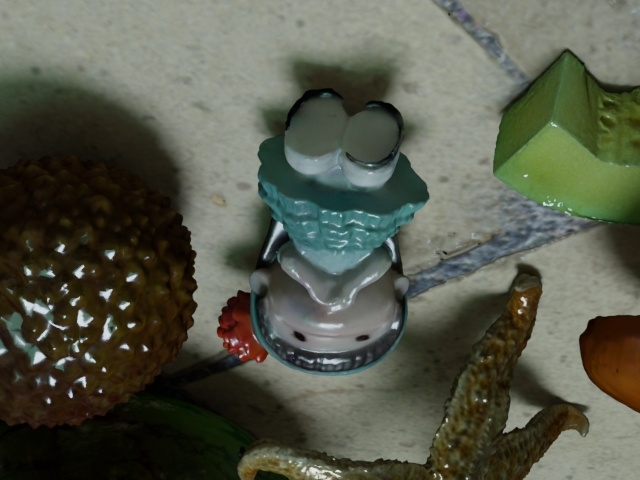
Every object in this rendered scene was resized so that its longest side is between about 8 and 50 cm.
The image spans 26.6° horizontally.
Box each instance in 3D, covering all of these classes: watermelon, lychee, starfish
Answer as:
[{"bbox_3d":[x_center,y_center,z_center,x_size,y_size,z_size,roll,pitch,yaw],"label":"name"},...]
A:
[{"bbox_3d":[-0.167,0.294,1.155,0.363,0.363,0.363,3,142,3],"label":"watermelon"},{"bbox_3d":[-0.183,0.037,0.943,0.200,0.200,0.238,5,151,1],"label":"lychee"},{"bbox_3d":[0.087,0.194,1.066,0.327,0.094,0.375,21,102,-39],"label":"starfish"}]

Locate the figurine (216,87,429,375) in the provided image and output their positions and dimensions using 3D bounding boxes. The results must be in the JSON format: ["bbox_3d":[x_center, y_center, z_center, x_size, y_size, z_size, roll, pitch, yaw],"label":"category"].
[{"bbox_3d":[0.000,0.000,0.938,0.138,0.110,0.245,13,140,6],"label":"figurine"}]

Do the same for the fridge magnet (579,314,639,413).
[{"bbox_3d":[0.351,0.076,0.868,0.364,0.155,0.363,7,175,1],"label":"fridge magnet"}]

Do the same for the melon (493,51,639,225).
[{"bbox_3d":[0.216,-0.067,0.857,0.209,0.064,0.118,4,143,6],"label":"melon"}]
